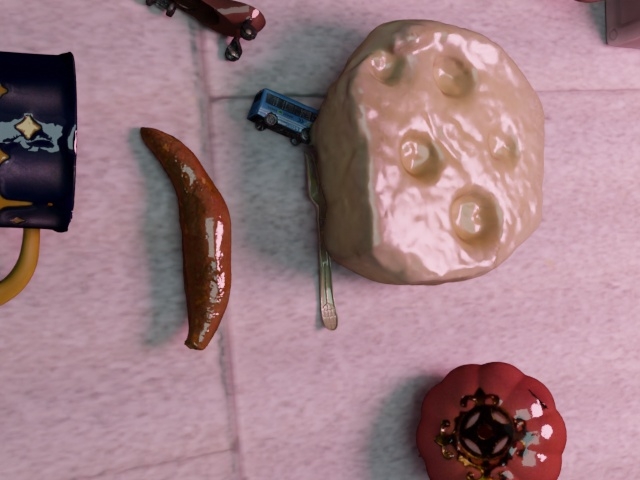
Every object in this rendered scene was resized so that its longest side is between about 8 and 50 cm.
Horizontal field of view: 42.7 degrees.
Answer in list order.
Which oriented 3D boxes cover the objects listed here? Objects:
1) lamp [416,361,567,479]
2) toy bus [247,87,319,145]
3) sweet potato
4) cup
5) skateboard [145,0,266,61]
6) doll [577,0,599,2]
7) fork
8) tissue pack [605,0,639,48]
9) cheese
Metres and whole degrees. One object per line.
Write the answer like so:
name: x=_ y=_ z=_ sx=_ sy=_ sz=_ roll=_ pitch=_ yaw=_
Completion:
lamp: x=0.208 y=0.238 z=0.998 sx=0.182 sy=0.140 sz=0.181 roll=-5 pitch=77 yaw=20
toy bus: x=-0.040 y=-0.144 z=0.958 sx=0.083 sy=0.038 sz=0.045 roll=20 pitch=78 yaw=-22
sweet potato: x=-0.136 y=-0.009 z=0.907 sx=0.078 sy=0.058 sz=0.255 roll=-12 pitch=90 yaw=-2
cup: x=-0.360 y=-0.054 z=0.749 sx=0.257 sy=0.178 sz=0.254 roll=0 pitch=88 yaw=-21
skateboard: x=-0.130 y=-0.276 z=0.915 sx=0.151 sy=0.067 sz=0.080 roll=30 pitch=69 yaw=-16
doll: x=0.345 y=-0.398 z=1.084 sx=0.188 sy=0.096 sz=0.145 roll=36 pitch=84 yaw=12
fork: x=0.003 y=0.000 z=0.978 sx=0.034 sy=0.028 sz=0.219 roll=-5 pitch=91 yaw=-26
tissue pack: x=0.492 y=-0.396 z=1.123 sx=0.136 sy=0.159 sz=0.245 roll=-2 pitch=91 yaw=-21
cheese: x=0.128 y=-0.094 z=0.968 sx=0.326 sy=0.115 sz=0.318 roll=-48 pitch=111 yaw=-25
